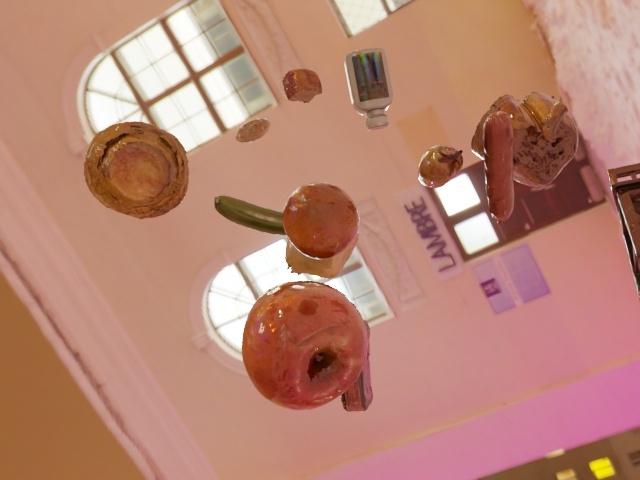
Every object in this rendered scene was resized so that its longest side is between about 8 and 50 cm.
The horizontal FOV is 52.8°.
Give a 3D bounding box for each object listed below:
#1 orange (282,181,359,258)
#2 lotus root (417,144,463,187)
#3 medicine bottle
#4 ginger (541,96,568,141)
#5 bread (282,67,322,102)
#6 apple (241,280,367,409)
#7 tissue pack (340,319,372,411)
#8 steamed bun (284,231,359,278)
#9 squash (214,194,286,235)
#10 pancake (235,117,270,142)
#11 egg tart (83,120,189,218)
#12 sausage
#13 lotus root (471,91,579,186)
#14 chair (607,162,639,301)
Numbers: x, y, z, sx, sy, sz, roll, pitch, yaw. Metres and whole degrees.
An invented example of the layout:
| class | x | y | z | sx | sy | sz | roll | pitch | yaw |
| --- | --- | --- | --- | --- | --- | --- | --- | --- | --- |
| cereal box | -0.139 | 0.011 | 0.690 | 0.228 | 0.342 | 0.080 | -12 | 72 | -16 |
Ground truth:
| class | x | y | z | sx | sy | sz | roll | pitch | yaw |
| --- | --- | --- | --- | --- | --- | --- | --- | --- | --- |
| orange | 0.001 | -0.049 | 1.635 | 0.206 | 0.206 | 0.206 | 54 | -160 | -30 |
| lotus root | 0.354 | -0.223 | 1.898 | 0.118 | 0.125 | 0.221 | 34 | 165 | 5 |
| medicine bottle | 0.147 | -0.439 | 1.884 | 0.083 | 0.121 | 0.228 | 169 | 90 | -87 |
| ginger | 0.673 | -0.351 | 1.846 | 0.044 | 0.137 | 0.057 | 24 | 175 | 42 |
| bread | -0.045 | -0.398 | 1.642 | 0.083 | 0.077 | 0.070 | -7 | -102 | -35 |
| apple | -0.055 | 0.284 | 1.834 | 0.364 | 0.364 | 0.363 | 54 | -160 | -30 |
| tissue pack | 0.125 | 0.442 | 2.323 | 0.245 | 0.123 | 0.332 | 49 | -144 | -79 |
| steamed bun | 0.000 | 0.000 | 2.250 | 0.166 | 0.232 | 0.273 | 93 | -157 | -46 |
| squash | -0.198 | -0.072 | 2.022 | 0.293 | 0.082 | 0.082 | 16 | -140 | -20 |
| pancake | -0.239 | -0.389 | 2.276 | 0.139 | 0.140 | 0.022 | -94 | -19 | -50 |
| egg tart | -0.504 | -0.194 | 1.782 | 0.294 | 0.294 | 0.123 | 60 | 171 | -15 |
| sausage | 0.500 | -0.195 | 1.801 | 0.433 | 0.088 | 0.087 | 71 | -173 | -49 |
| lotus root | 0.656 | -0.325 | 2.009 | 0.316 | 0.316 | 0.250 | 55 | -175 | -28 |
| chair | 0.827 | -0.097 | 1.572 | 0.240 | 0.203 | 0.415 | 51 | -146 | -48 |
